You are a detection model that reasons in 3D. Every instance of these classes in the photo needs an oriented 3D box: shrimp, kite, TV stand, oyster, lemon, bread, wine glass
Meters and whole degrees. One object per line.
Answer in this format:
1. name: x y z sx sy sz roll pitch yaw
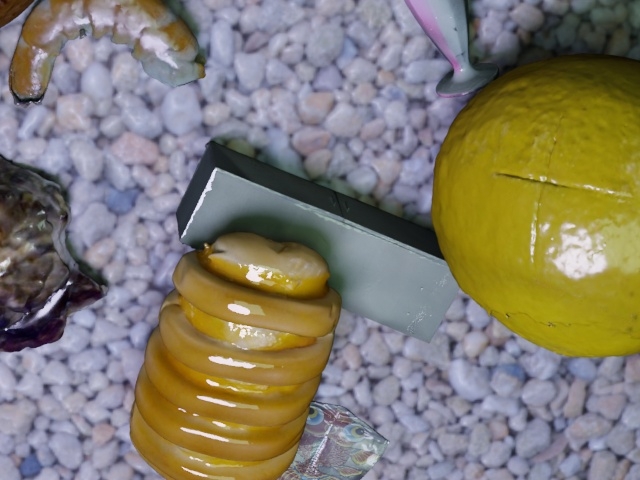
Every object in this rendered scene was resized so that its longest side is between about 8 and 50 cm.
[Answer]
1. shrimp: -0.202 -0.163 1.782 0.161 0.049 0.166 40 103 -17
2. kite: -0.025 0.270 1.995 0.127 0.016 0.229 21 107 -12
3. TV stand: 0.000 0.000 1.856 0.270 0.083 0.088 23 109 -16
4. oyster: -0.356 0.031 1.812 0.275 0.100 0.271 42 86 -16
5. lemon: 0.249 -0.031 1.763 0.297 0.297 0.297 -3 112 -7
6. bread: -0.084 0.126 1.831 0.173 0.121 0.311 12 132 -6
7. wine glass: 0.113 -0.213 1.790 0.073 0.073 0.155 -22 112 1

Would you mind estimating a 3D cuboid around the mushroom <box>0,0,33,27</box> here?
1. mushroom: -0.340 -0.351 1.548 0.356 0.334 0.331 32 114 -33
